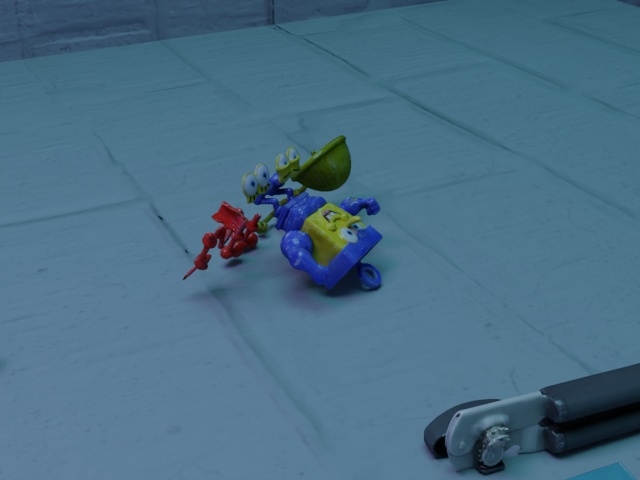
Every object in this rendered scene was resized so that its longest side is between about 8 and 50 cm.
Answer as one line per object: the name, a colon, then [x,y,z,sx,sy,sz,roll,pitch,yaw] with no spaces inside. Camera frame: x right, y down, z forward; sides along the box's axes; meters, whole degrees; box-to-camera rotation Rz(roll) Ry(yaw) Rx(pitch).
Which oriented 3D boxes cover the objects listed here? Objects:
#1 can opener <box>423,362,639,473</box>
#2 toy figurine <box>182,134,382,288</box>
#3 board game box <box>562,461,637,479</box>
can opener: [0.249,0.178,1.024,0.280,0.074,0.093,-9,27,-15]
toy figurine: [0.000,0.000,1.384,0.217,0.191,0.362,38,29,8]
board game box: [0.130,0.306,0.692,0.336,0.079,0.254,-16,24,-8]
